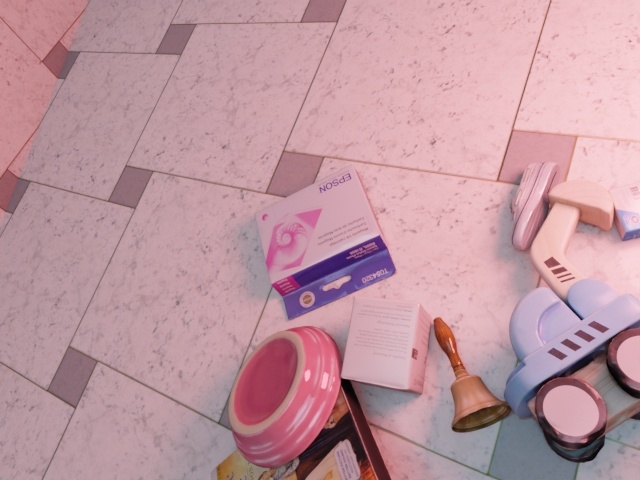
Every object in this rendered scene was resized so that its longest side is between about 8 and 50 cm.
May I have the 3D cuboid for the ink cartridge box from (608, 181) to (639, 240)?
[{"bbox_3d":[0.712,-0.075,1.000,0.180,0.060,0.104,-15,63,19],"label":"ink cartridge box"}]

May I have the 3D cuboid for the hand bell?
[{"bbox_3d":[0.295,0.270,1.037,0.126,0.126,0.242,-28,49,12],"label":"hand bell"}]

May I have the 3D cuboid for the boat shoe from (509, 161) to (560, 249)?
[{"bbox_3d":[0.479,-0.080,1.111,0.076,0.083,0.226,14,68,48],"label":"boat shoe"}]

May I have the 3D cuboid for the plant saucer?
[{"bbox_3d":[-0.100,0.337,1.104,0.332,0.084,0.332,-35,31,26],"label":"plant saucer"}]

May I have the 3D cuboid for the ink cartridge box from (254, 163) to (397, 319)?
[{"bbox_3d":[0.000,0.000,1.294,0.324,0.071,0.330,-26,59,13],"label":"ink cartridge box"}]

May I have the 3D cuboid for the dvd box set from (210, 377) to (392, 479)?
[{"bbox_3d":[-0.064,0.508,1.016,0.420,0.062,0.307,-43,32,12],"label":"dvd box set"}]

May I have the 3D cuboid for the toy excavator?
[{"bbox_3d":[0.494,0.127,0.947,0.433,0.222,0.445,-37,50,5],"label":"toy excavator"}]

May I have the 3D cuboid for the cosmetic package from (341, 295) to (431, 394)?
[{"bbox_3d":[0.152,0.235,1.075,0.151,0.151,0.183,2,71,25],"label":"cosmetic package"}]
